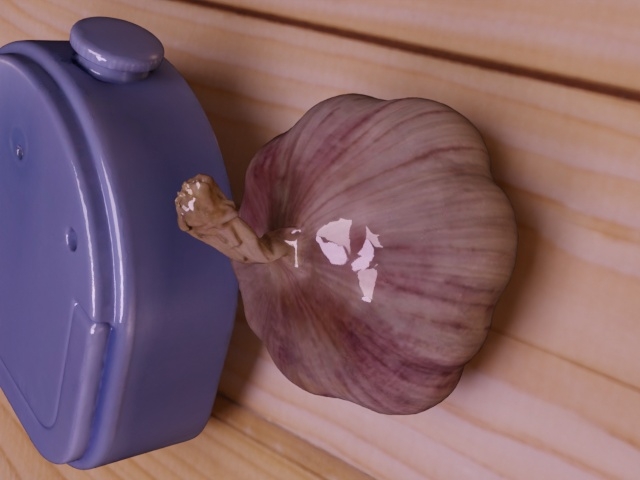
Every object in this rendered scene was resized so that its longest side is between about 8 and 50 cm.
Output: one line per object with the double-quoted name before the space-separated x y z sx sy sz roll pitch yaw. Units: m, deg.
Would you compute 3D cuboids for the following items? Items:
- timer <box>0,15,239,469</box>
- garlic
"timer" -0.207 -0.020 0.974 0.395 0.173 0.395 13 106 52
"garlic" 0.000 0.000 0.765 0.245 0.253 0.245 -10 76 44
